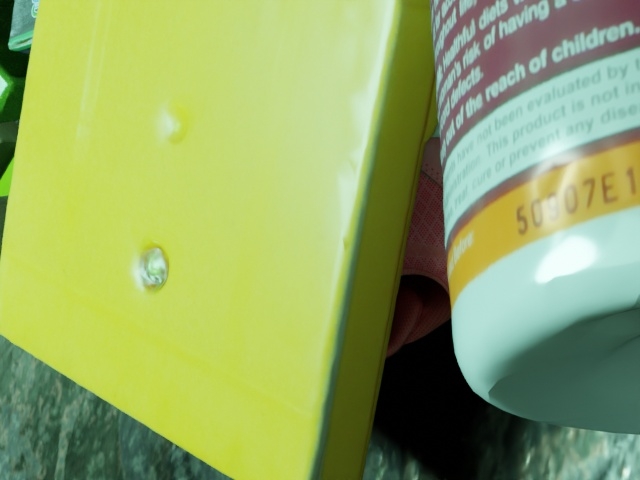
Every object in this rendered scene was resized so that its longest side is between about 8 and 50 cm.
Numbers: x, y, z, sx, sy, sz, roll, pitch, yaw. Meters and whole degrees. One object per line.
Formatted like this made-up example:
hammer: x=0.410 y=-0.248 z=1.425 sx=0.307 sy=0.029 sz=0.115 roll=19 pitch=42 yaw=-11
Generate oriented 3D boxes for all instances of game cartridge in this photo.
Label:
game cartridge: x=-0.056 y=-0.060 z=0.903 sx=0.285 sy=0.053 sz=0.323 roll=24 pitch=107 yaw=44

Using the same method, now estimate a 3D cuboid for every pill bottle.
pill bottle: x=0.150 y=-0.139 z=0.676 sx=0.224 sy=0.224 sz=0.392 roll=-26 pitch=59 yaw=48

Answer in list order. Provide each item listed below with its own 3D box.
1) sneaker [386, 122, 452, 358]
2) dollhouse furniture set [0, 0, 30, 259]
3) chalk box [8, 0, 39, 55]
sneaker: x=0.000 y=0.000 z=0.935 sx=0.314 sy=0.116 sz=0.136 roll=-14 pitch=70 yaw=52
dollhouse furniture set: x=-0.302 y=-0.139 z=1.264 sx=0.301 sy=0.151 sz=0.197 roll=46 pitch=119 yaw=19
chalk box: x=-0.108 y=-0.173 z=1.127 sx=0.132 sy=0.132 sz=0.213 roll=-8 pitch=74 yaw=52
